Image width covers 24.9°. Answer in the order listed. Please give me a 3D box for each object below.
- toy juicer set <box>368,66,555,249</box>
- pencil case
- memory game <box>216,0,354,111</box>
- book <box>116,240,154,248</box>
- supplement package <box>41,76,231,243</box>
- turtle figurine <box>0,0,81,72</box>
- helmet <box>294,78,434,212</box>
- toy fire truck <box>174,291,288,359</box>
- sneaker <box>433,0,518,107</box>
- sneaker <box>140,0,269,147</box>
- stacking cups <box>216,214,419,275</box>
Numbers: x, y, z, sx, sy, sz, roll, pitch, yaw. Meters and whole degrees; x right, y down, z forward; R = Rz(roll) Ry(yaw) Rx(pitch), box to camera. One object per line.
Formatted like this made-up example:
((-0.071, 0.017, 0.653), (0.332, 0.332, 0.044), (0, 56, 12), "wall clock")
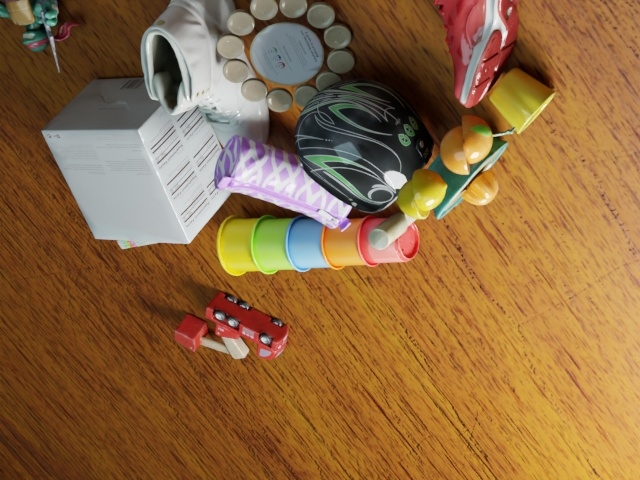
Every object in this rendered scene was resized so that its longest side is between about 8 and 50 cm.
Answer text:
((0.168, -0.063, 1.857), (0.089, 0.209, 0.329), (43, 140, 6), "toy juicer set")
((-0.049, -0.078, 2.042), (0.206, 0.088, 0.086), (19, 141, -20), "pencil case")
((-0.046, -0.251, 1.930), (0.186, 0.012, 0.186), (1, 129, 1), "memory game")
((-0.243, -0.029, 2.279), (0.144, 0.096, 0.035), (-10, 121, 41), "book")
((-0.267, -0.122, 2.166), (0.194, 0.149, 0.203), (3, 129, 34), "supplement package")
((-0.445, -0.352, 2.106), (0.175, 0.118, 0.234), (-10, 107, 25), "turtle figurine")
((0.050, -0.134, 1.917), (0.161, 0.169, 0.169), (38, 141, -13), "helmet")
((-0.148, 0.156, 2.424), (0.192, 0.047, 0.135), (26, 139, 12), "toy fire truck")
((0.170, -0.278, 1.766), (0.128, 0.087, 0.221), (30, 128, 22), "sneaker")
((-0.168, -0.203, 2.003), (0.108, 0.169, 0.293), (7, 133, 29), "sneaker")
((0.000, 0.000, 2.149), (0.316, 0.096, 0.096), (-3, 126, 32), "stacking cups")
